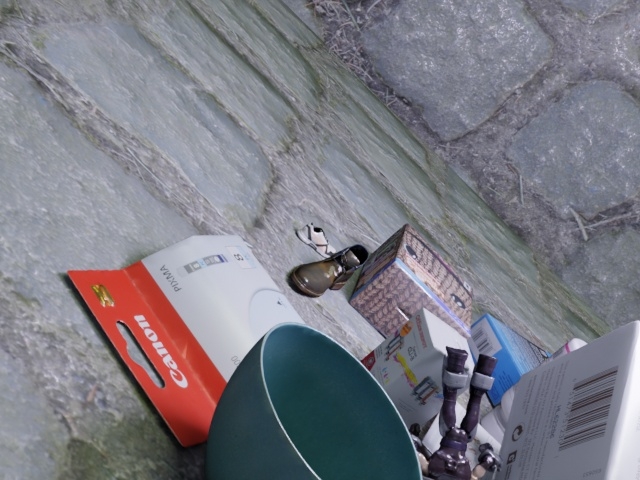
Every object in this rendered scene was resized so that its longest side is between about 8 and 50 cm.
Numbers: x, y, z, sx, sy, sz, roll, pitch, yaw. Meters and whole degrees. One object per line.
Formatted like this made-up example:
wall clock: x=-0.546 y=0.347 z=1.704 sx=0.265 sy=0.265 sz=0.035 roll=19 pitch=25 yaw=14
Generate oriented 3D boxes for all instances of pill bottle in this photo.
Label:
pill bottle: x=0.496 y=0.357 z=2.011 sx=0.160 sy=0.283 sz=0.160 roll=39 pitch=21 yaw=-19

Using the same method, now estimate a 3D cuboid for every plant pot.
plant pot: x=-0.037 y=0.279 z=1.201 sx=0.290 sy=0.195 sz=0.290 roll=41 pitch=23 yaw=-22

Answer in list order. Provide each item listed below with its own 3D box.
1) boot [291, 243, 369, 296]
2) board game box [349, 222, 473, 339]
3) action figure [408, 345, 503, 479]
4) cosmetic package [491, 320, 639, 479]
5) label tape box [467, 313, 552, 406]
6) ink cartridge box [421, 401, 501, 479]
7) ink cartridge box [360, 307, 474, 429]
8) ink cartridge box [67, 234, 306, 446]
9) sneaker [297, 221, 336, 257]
boot: x=0.021 y=0.051 z=1.893 sx=0.082 sy=0.106 sz=0.219 roll=51 pitch=20 yaw=12
board game box: x=0.212 y=0.123 z=2.091 sx=0.232 sy=0.141 sz=0.291 roll=44 pitch=20 yaw=-6
action figure: x=0.238 y=0.335 z=1.623 sx=0.185 sy=0.285 sz=0.099 roll=15 pitch=-6 yaw=-9
cosmetic package: x=0.555 y=0.415 z=1.602 sx=0.393 sy=0.327 sz=0.329 roll=35 pitch=52 yaw=-10
label tape box: x=0.523 y=0.354 z=2.333 sx=0.333 sy=0.106 sz=0.241 roll=32 pitch=24 yaw=-36
ink cartridge box: x=0.291 y=0.439 z=1.774 sx=0.239 sy=0.060 sz=0.275 roll=43 pitch=20 yaw=7
ink cartridge box: x=0.186 y=0.244 z=1.755 sx=0.127 sy=0.176 sz=0.128 roll=38 pitch=21 yaw=-24
ink cartridge box: x=-0.159 y=0.131 z=1.404 sx=0.308 sy=0.091 sz=0.385 roll=52 pitch=19 yaw=16
sneaker: x=0.000 y=0.000 z=2.042 sx=0.109 sy=0.044 sz=0.040 roll=35 pitch=21 yaw=-34
